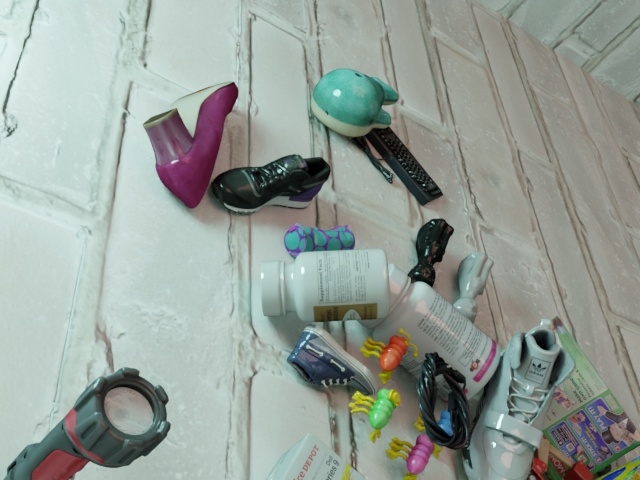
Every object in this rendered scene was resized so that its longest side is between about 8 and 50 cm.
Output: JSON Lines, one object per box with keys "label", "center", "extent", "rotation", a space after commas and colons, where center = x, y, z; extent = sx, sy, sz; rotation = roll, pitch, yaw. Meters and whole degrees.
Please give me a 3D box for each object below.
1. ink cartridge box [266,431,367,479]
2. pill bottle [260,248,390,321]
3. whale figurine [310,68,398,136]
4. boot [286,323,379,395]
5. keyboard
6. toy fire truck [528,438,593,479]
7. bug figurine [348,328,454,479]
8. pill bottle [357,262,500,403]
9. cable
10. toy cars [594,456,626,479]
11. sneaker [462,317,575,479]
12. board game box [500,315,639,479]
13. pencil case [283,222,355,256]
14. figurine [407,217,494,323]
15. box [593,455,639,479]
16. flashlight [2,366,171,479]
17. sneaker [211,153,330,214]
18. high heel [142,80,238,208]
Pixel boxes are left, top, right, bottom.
{"label": "ink cartridge box", "center": [0.011, 0.431, 1.305], "extent": [0.212, 0.093, 0.154], "rotation": [40, 35, -1]}
{"label": "pill bottle", "center": [0.008, 0.084, 1.537], "extent": [0.229, 0.131, 0.131], "rotation": [-2, 47, 0]}
{"label": "whale figurine", "center": [0.100, -0.368, 2.100], "extent": [0.216, 0.141, 0.272], "rotation": [40, 42, 19]}
{"label": "boot", "center": [0.021, 0.244, 1.538], "extent": [0.190, 0.069, 0.086], "rotation": [43, 62, -15]}
{"label": "keyboard", "center": [0.183, -0.221, 2.166], "extent": [0.317, 0.033, 0.201], "rotation": [51, 36, 10]}
{"label": "toy fire truck", "center": [0.442, 0.447, 1.704], "extent": [0.135, 0.047, 0.192], "rotation": [-28, 66, -35]}
{"label": "bug figurine", "center": [0.165, 0.311, 1.535], "extent": [0.279, 0.072, 0.216], "rotation": [55, 39, -17]}
{"label": "pill bottle", "center": [0.207, 0.185, 1.682], "extent": [0.283, 0.160, 0.160], "rotation": [41, 36, -7]}
{"label": "cable", "center": [0.225, 0.290, 1.522], "extent": [0.150, 0.047, 0.184], "rotation": [55, 34, -26]}
{"label": "toy cars", "center": [0.586, 0.407, 1.907], "extent": [0.176, 0.087, 0.393], "rotation": [-3, 61, -51]}
{"label": "sneaker", "center": [0.382, 0.316, 1.617], "extent": [0.137, 0.210, 0.366], "rotation": [22, 43, 5]}
{"label": "board game box", "center": [0.513, 0.351, 1.809], "extent": [0.213, 0.046, 0.317], "rotation": [-29, 73, -8]}
{"label": "pencil case", "center": [0.000, 0.000, 1.740], "extent": [0.152, 0.064, 0.070], "rotation": [3, 78, -44]}
{"label": "figurine", "center": [0.297, 0.088, 1.942], "extent": [0.215, 0.092, 0.209], "rotation": [38, 44, -11]}
{"label": "box", "center": [0.516, 0.552, 1.516], "extent": [0.279, 0.290, 0.177], "rotation": [-15, 67, -51]}
{"label": "flashlight", "center": [-0.290, 0.262, 0.995], "extent": [0.103, 0.304, 0.103], "rotation": [35, 37, -14]}
{"label": "sneaker", "center": [-0.096, -0.136, 1.727], "extent": [0.283, 0.124, 0.107], "rotation": [-9, 61, -48]}
{"label": "high heel", "center": [-0.238, -0.205, 1.710], "extent": [0.181, 0.127, 0.377], "rotation": [68, 27, -17]}
